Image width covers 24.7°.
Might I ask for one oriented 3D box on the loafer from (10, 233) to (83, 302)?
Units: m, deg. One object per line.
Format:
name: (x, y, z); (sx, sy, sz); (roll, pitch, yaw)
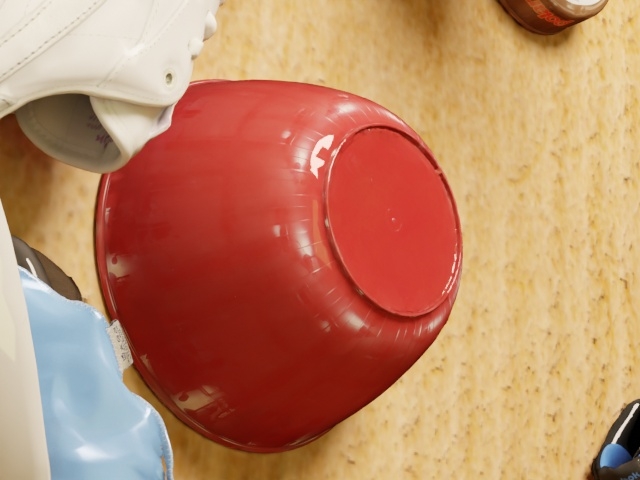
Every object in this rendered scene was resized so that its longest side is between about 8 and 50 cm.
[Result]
loafer: (-0.090, 0.103, 0.552); (0.078, 0.080, 0.220); (2, 75, -69)

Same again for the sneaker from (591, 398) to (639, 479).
sneaker: (0.200, 0.182, 0.837); (0.121, 0.079, 0.217); (34, 47, -30)

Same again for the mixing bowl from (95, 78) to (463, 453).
mixing bowl: (0.000, 0.000, 0.666); (0.181, 0.098, 0.181); (17, 66, -42)

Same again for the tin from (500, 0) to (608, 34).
tin: (0.148, -0.221, 0.929); (0.106, 0.040, 0.190); (30, 58, -41)

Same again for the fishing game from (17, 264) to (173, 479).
fishing game: (-0.139, 0.087, 0.477); (0.189, 0.041, 0.264); (-27, 80, -22)

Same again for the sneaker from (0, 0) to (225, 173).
sneaker: (-0.087, -0.119, 0.621); (0.305, 0.114, 0.152); (-34, 110, -37)

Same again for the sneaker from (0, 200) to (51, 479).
sneaker: (-0.227, -0.035, 0.405); (0.236, 0.130, 0.323); (-18, 85, -16)
